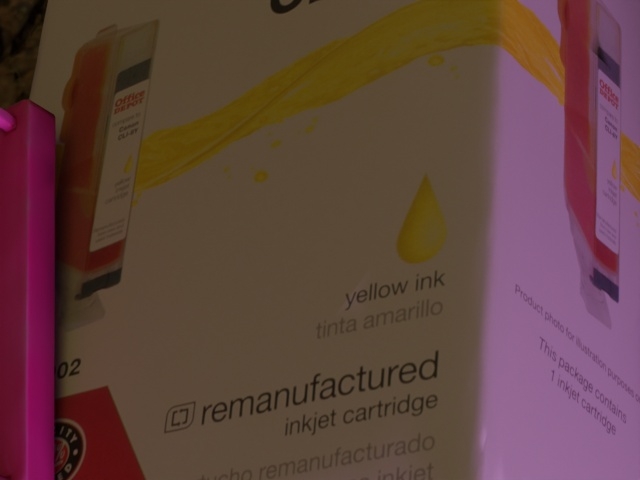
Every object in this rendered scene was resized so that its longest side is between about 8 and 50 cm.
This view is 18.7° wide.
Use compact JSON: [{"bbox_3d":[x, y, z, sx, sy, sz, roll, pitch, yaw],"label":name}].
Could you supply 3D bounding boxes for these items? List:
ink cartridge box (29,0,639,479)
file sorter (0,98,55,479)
[{"bbox_3d":[0.000,0.000,0.893,0.279,0.160,0.384,-15,54,32],"label":"ink cartridge box"},{"bbox_3d":[-0.284,0.041,0.844,0.291,0.182,0.202,-23,54,27],"label":"file sorter"}]
